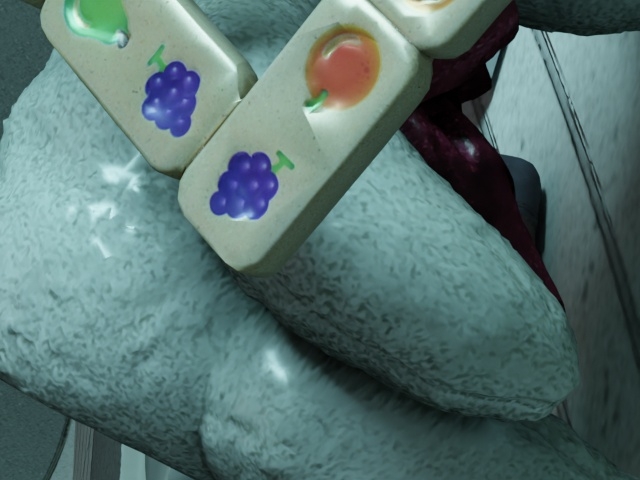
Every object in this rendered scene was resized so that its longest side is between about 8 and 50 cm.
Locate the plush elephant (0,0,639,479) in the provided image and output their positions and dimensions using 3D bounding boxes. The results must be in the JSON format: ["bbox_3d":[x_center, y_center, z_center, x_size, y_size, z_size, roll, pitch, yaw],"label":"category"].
[{"bbox_3d":[0.010,-0.055,0.512,0.255,0.330,0.272,-63,6,-5],"label":"plush elephant"}]

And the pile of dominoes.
[{"bbox_3d":[0.000,-0.148,0.351,0.251,0.040,0.196,-50,61,15],"label":"pile of dominoes"}]

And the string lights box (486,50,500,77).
[{"bbox_3d":[0.009,-0.176,0.869,0.259,0.133,0.076,-99,20,-56],"label":"string lights box"}]

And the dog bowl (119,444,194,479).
[{"bbox_3d":[-0.056,0.056,1.132,0.349,0.102,0.348,-173,90,-79],"label":"dog bowl"}]

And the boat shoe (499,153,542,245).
[{"bbox_3d":[0.000,0.000,0.796,0.285,0.103,0.092,4,66,58],"label":"boat shoe"}]
